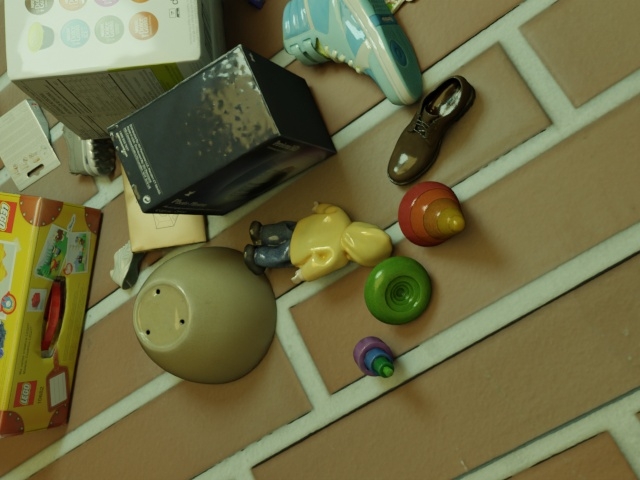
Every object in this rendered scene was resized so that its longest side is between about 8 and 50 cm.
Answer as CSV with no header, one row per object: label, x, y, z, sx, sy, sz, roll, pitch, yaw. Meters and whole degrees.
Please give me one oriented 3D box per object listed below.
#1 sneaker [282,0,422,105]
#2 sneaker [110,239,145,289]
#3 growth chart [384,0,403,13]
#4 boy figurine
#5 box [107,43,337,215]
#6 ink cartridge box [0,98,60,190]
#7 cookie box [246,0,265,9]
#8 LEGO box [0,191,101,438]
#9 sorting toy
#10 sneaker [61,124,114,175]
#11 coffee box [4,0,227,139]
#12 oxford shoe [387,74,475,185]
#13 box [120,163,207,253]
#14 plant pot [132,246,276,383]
sneaker,0.048,-0.361,1.302,0.208,0.127,0.319,-31,82,32
sneaker,-0.419,0.029,1.488,0.061,0.054,0.152,28,97,26
growth chart,0.136,-0.526,1.324,0.237,0.021,0.172,-34,73,17
boy figurine,0.000,0.000,1.289,0.285,0.092,0.177,-4,56,19
box,-0.168,-0.183,1.261,0.294,0.296,0.182,-28,82,19
ink cartridge box,-0.715,-0.232,1.659,0.145,0.045,0.179,-28,93,18
cookie box,-0.139,-0.542,1.396,0.040,0.107,0.091,34,98,22
LEGO box,-0.737,0.142,1.535,0.373,0.193,0.499,8,88,24
sorting toy,0.163,0.077,1.168,0.127,0.126,0.365,21,94,-18
sneaker,-0.549,-0.280,1.546,0.115,0.105,0.281,-8,82,22
coffee box,-0.371,-0.416,1.308,0.335,0.338,0.337,-6,81,1
oxford shoe,0.186,-0.203,1.229,0.083,0.096,0.227,35,100,20
box,-0.334,-0.082,1.450,0.165,0.021,0.201,-9,81,1
plant pot,-0.253,0.145,1.330,0.284,0.191,0.284,-3,83,23
